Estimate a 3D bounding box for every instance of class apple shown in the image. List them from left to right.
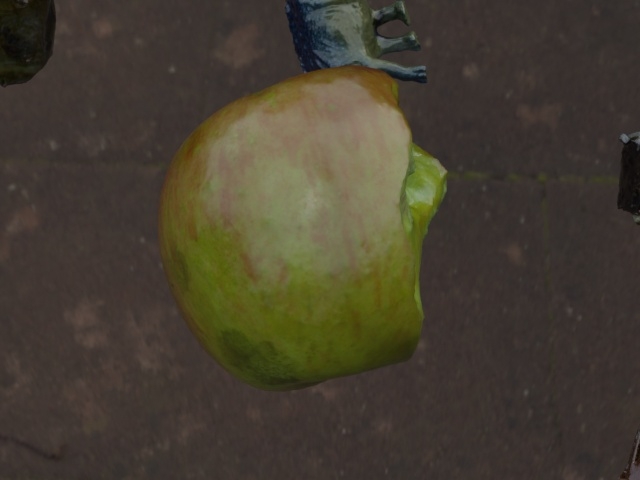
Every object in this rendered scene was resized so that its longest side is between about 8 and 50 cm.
[{"bbox_3d":[0.000,0.000,1.028,0.246,0.246,0.226,-13,73,-7],"label":"apple"}]

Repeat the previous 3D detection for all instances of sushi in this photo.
[{"bbox_3d":[0.300,-0.046,1.080,0.090,0.150,0.078,2,98,-18],"label":"sushi"}]

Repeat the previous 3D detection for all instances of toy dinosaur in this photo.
[{"bbox_3d":[0.019,-0.210,1.292,0.147,0.076,0.363,-11,87,7],"label":"toy dinosaur"}]

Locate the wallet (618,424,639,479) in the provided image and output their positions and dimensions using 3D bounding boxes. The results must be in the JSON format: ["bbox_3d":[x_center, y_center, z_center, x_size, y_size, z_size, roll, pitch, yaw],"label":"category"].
[{"bbox_3d":[0.190,0.153,0.666,0.095,0.026,0.176,15,42,17],"label":"wallet"}]

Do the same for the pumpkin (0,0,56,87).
[{"bbox_3d":[-0.410,-0.290,1.327,0.312,0.148,0.169,31,33,7],"label":"pumpkin"}]
